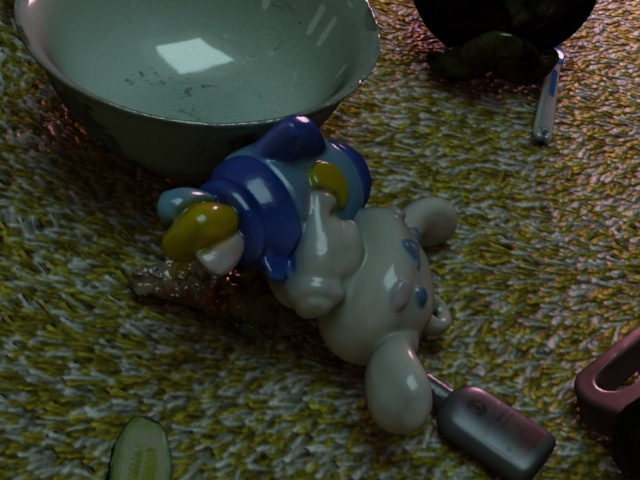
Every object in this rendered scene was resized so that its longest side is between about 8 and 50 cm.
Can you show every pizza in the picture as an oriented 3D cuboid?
[{"bbox_3d":[-0.123,0.040,1.522,0.195,0.052,0.185,-1,44,-16],"label":"pizza"}]

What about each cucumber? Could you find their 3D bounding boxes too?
[{"bbox_3d":[-0.183,0.228,1.334,0.067,0.035,0.107,23,41,-15],"label":"cucumber"}]

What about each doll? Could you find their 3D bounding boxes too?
[{"bbox_3d":[0.005,-0.007,1.454,0.366,0.187,0.376,35,15,-15],"label":"doll"}]

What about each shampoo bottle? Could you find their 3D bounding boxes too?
[{"bbox_3d":[0.169,0.196,1.440,0.165,0.040,0.080,34,50,19],"label":"shampoo bottle"}]

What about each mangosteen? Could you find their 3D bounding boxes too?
[{"bbox_3d":[0.256,-0.359,1.863,0.288,0.288,0.288,6,45,-6],"label":"mangosteen"}]

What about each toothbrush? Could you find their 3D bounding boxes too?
[{"bbox_3d":[0.336,-0.266,1.946,0.040,0.040,0.386,15,48,2],"label":"toothbrush"}]

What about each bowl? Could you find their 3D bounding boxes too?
[{"bbox_3d":[-0.154,-0.202,1.646,0.435,0.196,0.434,5,42,-5],"label":"bowl"}]

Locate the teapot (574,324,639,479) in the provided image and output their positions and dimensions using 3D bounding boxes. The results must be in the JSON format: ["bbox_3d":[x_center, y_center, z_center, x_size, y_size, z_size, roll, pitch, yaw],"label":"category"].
[{"bbox_3d":[0.474,0.160,1.399,0.362,0.305,0.376,-33,32,-28],"label":"teapot"}]
